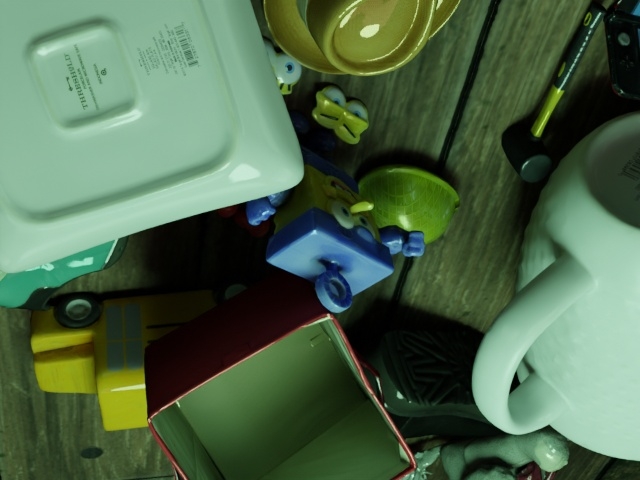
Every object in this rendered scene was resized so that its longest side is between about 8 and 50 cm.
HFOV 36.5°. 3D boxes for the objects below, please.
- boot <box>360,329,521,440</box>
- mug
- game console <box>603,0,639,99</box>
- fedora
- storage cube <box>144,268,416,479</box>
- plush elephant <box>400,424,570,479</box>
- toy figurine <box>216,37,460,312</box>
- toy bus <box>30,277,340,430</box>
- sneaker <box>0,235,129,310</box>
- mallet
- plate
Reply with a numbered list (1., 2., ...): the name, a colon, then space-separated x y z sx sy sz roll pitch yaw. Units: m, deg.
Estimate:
1. boot: 0.098 0.226 1.283 0.347 0.131 0.260 17 136 -40
2. mug: 0.307 0.061 1.010 0.374 0.276 0.328 -33 143 -17
3. game console: 0.351 -0.197 0.915 0.143 0.124 0.085 6 162 -21
4. fedora: 0.047 -0.202 0.821 0.194 0.079 0.194 -9 139 -8
5. storage cube: -0.050 0.161 0.950 0.215 0.193 0.184 -30 106 -3
6. plush elephant: 0.276 0.406 1.414 0.329 0.256 0.272 -21 170 21
7. toy figurine: 0.000 0.000 0.932 0.191 0.217 0.362 -37 134 25
8. toy bus: -0.153 0.131 1.102 0.332 0.130 0.108 -5 139 -10
9. sneaker: -0.210 -0.050 0.888 0.302 0.108 0.121 -42 138 15
10. mallet: 0.236 -0.141 0.959 0.039 0.062 0.190 5 135 -20
11. plate: -0.179 -0.129 0.758 0.277 0.045 0.277 -17 106 2
